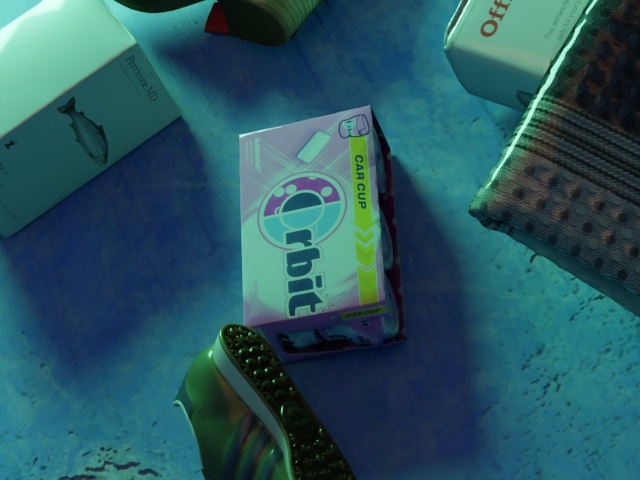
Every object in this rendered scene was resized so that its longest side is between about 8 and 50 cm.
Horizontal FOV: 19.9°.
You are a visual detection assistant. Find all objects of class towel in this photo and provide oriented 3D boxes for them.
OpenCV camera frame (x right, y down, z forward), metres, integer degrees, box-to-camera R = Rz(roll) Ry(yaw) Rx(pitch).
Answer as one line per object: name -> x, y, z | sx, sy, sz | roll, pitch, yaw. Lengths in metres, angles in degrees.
towel -> 0.312, -0.066, 1.225 | 0.324, 0.056, 0.312 | 29, 78, 9

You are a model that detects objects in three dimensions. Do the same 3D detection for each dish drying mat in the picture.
dish drying mat -> -0.056, -0.185, 1.533 | 0.083, 0.008, 0.032 | 8, 60, 23

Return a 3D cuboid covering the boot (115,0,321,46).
boot -> -0.087, -0.299, 1.549 | 0.283, 0.109, 0.220 | 20, 63, 24

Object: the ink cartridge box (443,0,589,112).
ink cartridge box -> 0.223, -0.159, 1.346 | 0.217, 0.092, 0.159 | 23, 77, 25

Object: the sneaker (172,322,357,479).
sneaker -> -0.039, 0.158, 1.275 | 0.086, 0.064, 0.192 | -44, 67, 30

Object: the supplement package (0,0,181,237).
supplement package -> -0.225, -0.109, 1.484 | 0.179, 0.105, 0.105 | -36, 53, -5

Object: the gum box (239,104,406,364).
gum box -> 0.000, 0.000, 1.358 | 0.107, 0.062, 0.188 | -12, 55, 13
